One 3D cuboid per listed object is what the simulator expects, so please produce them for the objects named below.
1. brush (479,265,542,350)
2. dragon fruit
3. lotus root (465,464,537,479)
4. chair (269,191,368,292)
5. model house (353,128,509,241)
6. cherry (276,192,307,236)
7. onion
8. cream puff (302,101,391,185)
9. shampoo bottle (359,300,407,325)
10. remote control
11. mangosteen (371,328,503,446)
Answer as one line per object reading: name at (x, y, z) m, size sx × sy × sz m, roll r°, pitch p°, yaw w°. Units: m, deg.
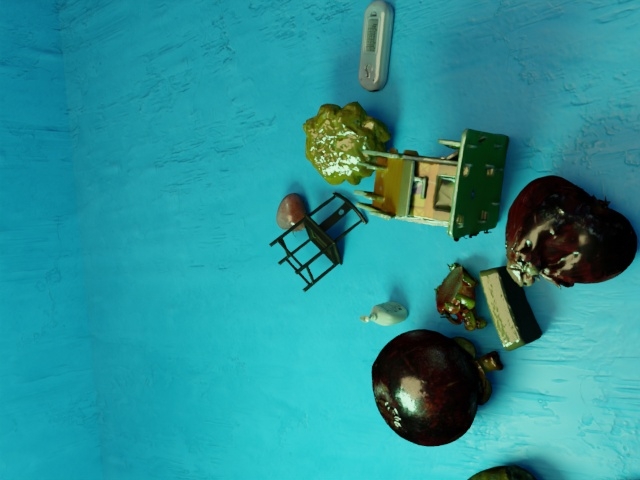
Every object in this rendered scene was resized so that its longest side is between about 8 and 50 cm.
brush at (0.449, 0.154, 1.575) m, size 0.059 × 0.123 × 0.197 m, roll -25°, pitch 78°, yaw 35°
dragon fruit at (0.348, 0.152, 1.680) m, size 0.175 × 0.142 × 0.138 m, roll 54°, pitch 168°, yaw 2°
lotus root at (0.401, 0.703, 1.601) m, size 0.250 × 0.250 × 0.346 m, roll 38°, pitch 110°, yaw 33°
chair at (0.000, 0.000, 1.959) m, size 0.260 × 0.141 × 0.154 m, roll -38°, pitch 61°, yaw -12°
model house at (0.252, -0.155, 1.571) m, size 0.312 × 0.357 × 0.243 m, roll 14°, pitch 104°, yaw 30°
cherry at (-0.092, -0.080, 2.056) m, size 0.106 × 0.087 × 0.126 m, roll -23°, pitch 81°, yaw 36°
onion at (0.535, -0.010, 1.435) m, size 0.281 × 0.280 × 0.221 m, roll 51°, pitch 157°, yaw 26°
cream puff at (0.068, -0.272, 1.826) m, size 0.196 × 0.244 × 0.244 m, roll -120°, pitch 42°, yaw -67°
shampoo bottle at (0.169, 0.202, 1.806) m, size 0.077 × 0.151 × 0.045 m, roll 33°, pitch 113°, yaw 34°
remote control at (0.150, -0.534, 1.834) m, size 0.087 × 0.047 × 0.245 m, roll 13°, pitch 103°, yaw 37°
mangosteen at (0.270, 0.355, 1.665) m, size 0.297 × 0.293 × 0.297 m, roll 30°, pitch 152°, yaw 18°
